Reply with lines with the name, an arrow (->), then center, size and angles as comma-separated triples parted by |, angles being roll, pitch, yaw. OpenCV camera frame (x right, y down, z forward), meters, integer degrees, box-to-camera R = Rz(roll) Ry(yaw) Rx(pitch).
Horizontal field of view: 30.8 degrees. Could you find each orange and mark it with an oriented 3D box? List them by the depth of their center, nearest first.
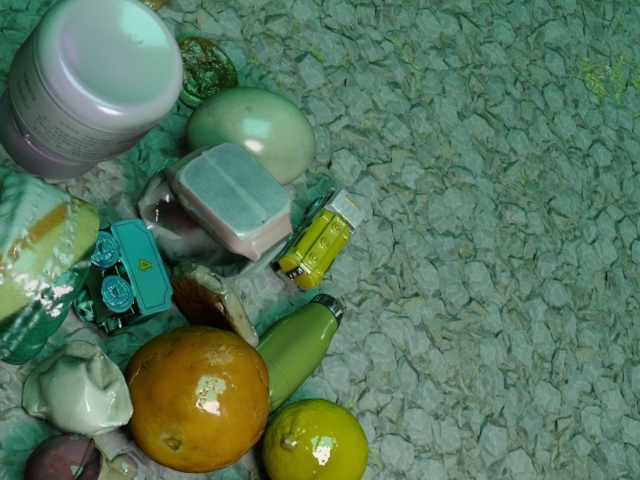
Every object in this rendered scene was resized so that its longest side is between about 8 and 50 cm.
orange -> -0.197, 0.251, 1.846 | 0.240, 0.240, 0.240 | 13, 64, -29

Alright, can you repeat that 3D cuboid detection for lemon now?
lemon -> -0.011, 0.354, 1.956 | 0.203, 0.178, 0.178 | 33, 48, -60

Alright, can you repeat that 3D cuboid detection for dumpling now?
dumpling -> -0.376, 0.228, 1.792 | 0.092, 0.176, 0.150 | 17, 76, -46

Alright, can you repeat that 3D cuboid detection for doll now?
doll -> -0.328, 0.396, 1.732 | 0.256, 0.196, 0.152 | 54, 53, -11

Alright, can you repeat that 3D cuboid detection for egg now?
egg -> -0.125, -0.184, 2.100 | 0.253, 0.186, 0.186 | 6, 68, -29

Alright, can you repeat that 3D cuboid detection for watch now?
watch -> -0.192, -0.030, 1.957 | 0.253, 0.241, 0.162 | 45, 48, 11

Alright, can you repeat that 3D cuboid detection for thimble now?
thimble -> -0.457, 0.036, 1.752 | 0.167, 0.254, 0.288 | 31, 45, -22

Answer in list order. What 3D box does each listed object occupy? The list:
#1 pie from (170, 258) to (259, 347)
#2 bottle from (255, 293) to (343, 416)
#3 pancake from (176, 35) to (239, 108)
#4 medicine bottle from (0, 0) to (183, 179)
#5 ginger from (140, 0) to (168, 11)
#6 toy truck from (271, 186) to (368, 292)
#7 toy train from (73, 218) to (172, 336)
pie -> -0.181, 0.113, 1.944 | 0.046, 0.195, 0.195 | -43, 97, -26
bottle -> -0.052, 0.193, 2.040 | 0.112, 0.112, 0.260 | 50, 52, -6
pancake -> -0.222, -0.317, 2.193 | 0.158, 0.028, 0.158 | 12, 64, -26
medicine bottle -> -0.385, -0.241, 1.881 | 0.241, 0.302, 0.241 | 13, 64, -30
ginger -> -0.315, -0.483, 2.174 | 0.095, 0.069, 0.190 | 45, 52, -16
toy truck -> 0.000, 0.000, 2.153 | 0.098, 0.114, 0.227 | 44, 53, -10
toy train -> -0.335, 0.056, 1.920 | 0.154, 0.107, 0.197 | -11, 77, -44
